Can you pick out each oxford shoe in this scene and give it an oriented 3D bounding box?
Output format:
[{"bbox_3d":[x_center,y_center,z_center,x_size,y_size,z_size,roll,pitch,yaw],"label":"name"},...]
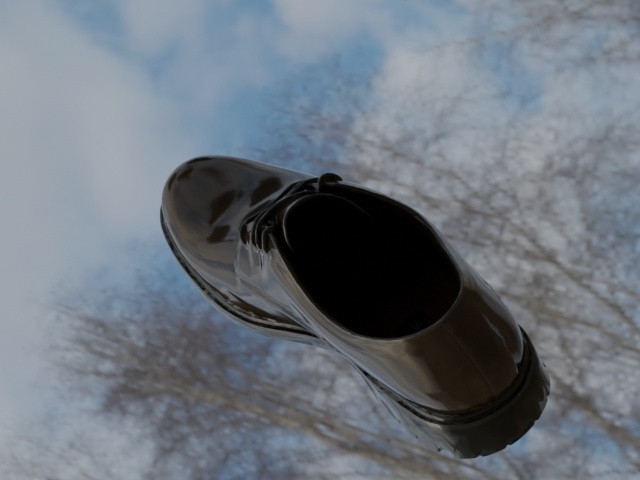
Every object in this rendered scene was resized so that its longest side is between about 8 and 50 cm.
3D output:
[{"bbox_3d":[0.000,0.000,0.671,0.083,0.227,0.096,-47,-45,-17],"label":"oxford shoe"}]
